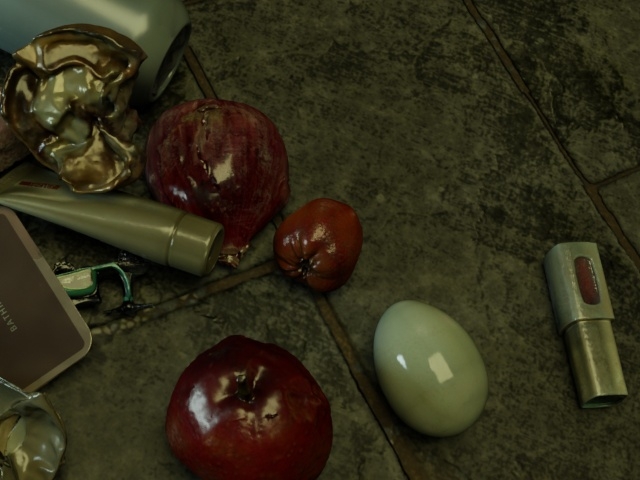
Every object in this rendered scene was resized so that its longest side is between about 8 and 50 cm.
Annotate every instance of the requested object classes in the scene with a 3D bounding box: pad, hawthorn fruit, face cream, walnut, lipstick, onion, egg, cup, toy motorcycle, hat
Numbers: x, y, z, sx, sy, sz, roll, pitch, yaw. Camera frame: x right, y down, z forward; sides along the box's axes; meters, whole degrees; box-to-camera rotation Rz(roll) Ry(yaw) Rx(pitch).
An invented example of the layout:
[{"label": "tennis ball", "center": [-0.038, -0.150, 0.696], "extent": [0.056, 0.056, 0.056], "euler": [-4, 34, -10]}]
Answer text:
[{"label": "pad", "center": [-0.448, 0.091, 1.555], "extent": [0.176, 0.002, 0.266], "euler": [-35, 74, -5]}, {"label": "hawthorn fruit", "center": [-0.095, 0.230, 1.457], "extent": [0.210, 0.266, 0.230], "euler": [-41, 74, -11]}, {"label": "face cream", "center": [-0.311, -0.037, 1.616], "extent": [0.341, 0.084, 0.137], "euler": [19, 30, 8]}, {"label": "walnut", "center": [-0.347, -0.189, 1.601], "extent": [0.204, 0.141, 0.238], "euler": [1, 97, -2]}, {"label": "lipstick", "center": [0.411, 0.130, 1.726], "extent": [0.078, 0.077, 0.253], "euler": [1, 64, -14]}, {"label": "onion", "center": [-0.149, -0.098, 1.692], "extent": [0.227, 0.120, 0.284], "euler": [-7, 65, -11]}, {"label": "egg", "center": [0.155, 0.181, 1.598], "extent": [0.151, 0.151, 0.209], "euler": [-17, 66, -21]}, {"label": "hawthorn fruit", "center": [0.000, 0.000, 1.670], "extent": [0.132, 0.133, 0.138], "euler": [31, 46, 4]}, {"label": "cup", "center": [-0.368, -0.347, 1.721], "extent": [0.312, 0.205, 0.205], "euler": [26, 60, 0]}, {"label": "toy motorcycle", "center": [-0.322, 0.071, 1.600], "extent": [0.173, 0.058, 0.100], "euler": [-14, 74, -19]}, {"label": "hat", "center": [-0.410, 0.240, 1.483], "extent": [0.175, 0.085, 0.147], "euler": [33, 94, 30]}]

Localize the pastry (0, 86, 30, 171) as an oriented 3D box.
[{"label": "pastry", "center": [-0.498, -0.155, 1.649], "extent": [0.265, 0.112, 0.103], "euler": [-39, 69, -20]}]
